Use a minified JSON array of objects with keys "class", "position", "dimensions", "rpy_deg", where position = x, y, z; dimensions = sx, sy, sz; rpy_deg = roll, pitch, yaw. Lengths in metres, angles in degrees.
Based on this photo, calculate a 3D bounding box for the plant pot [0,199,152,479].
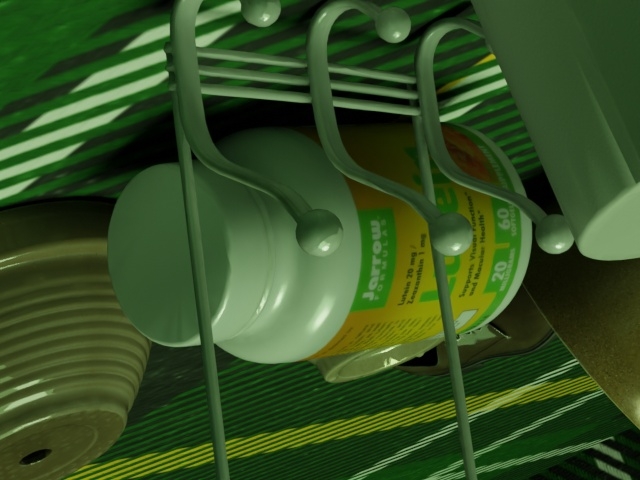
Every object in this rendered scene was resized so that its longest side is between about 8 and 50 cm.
[{"class":"plant pot","position":[-0.191,0.084,1.167],"dimensions":[0.237,0.110,0.237],"rpy_deg":[-23,158,-10]}]

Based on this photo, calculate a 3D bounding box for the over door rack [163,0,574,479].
[{"class":"over door rack","position":[0.028,0.040,0.969],"dimensions":[0.108,0.324,0.239],"rpy_deg":[2,-179,36]}]

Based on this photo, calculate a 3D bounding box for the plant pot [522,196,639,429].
[{"class":"plant pot","position":[0.309,0.003,1.480],"dimensions":[0.254,0.237,0.237],"rpy_deg":[-41,160,15]}]

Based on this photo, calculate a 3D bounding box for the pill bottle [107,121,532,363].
[{"class":"pill bottle","position":[0.000,0.000,1.137],"dimensions":[0.245,0.136,0.136],"rpy_deg":[-6,159,-47]}]

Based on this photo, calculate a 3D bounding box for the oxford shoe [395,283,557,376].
[{"class":"oxford shoe","position":[0.139,0.068,1.692],"dimensions":[0.096,0.083,0.227],"rpy_deg":[0,153,-45]}]

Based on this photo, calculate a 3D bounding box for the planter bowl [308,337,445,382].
[{"class":"planter bowl","position":[0.029,0.033,1.354],"dimensions":[0.162,0.109,0.162],"rpy_deg":[-20,165,-6]}]

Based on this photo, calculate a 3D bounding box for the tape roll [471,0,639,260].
[{"class":"tape roll","position":[0.207,-0.116,0.953],"dimensions":[0.246,0.169,0.246],"rpy_deg":[-19,165,-5]}]
